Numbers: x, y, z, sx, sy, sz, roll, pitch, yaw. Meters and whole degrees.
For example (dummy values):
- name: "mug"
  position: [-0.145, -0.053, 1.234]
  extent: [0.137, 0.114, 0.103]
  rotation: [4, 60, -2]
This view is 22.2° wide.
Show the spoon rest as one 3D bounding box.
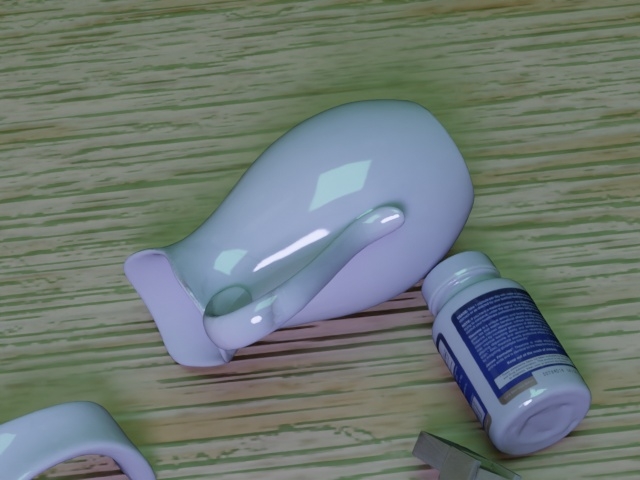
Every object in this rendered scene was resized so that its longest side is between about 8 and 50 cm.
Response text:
- name: "spoon rest"
  position: [-0.226, 0.175, 0.930]
  extent: [0.276, 0.084, 0.137]
  rotation: [-33, 57, -21]

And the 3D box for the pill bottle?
- name: "pill bottle"
  position: [0.109, 0.066, 0.999]
  extent: [0.067, 0.067, 0.120]
  rotation: [-21, 54, -11]

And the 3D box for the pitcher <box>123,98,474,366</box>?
- name: "pitcher"
  position: [0.000, 0.000, 1.002]
  extent: [0.207, 0.125, 0.178]
  rotation: [-31, 17, -16]

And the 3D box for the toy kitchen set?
- name: "toy kitchen set"
  position: [0.086, 0.168, 0.951]
  extent: [0.068, 0.075, 0.083]
  rotation: [23, 88, -23]
